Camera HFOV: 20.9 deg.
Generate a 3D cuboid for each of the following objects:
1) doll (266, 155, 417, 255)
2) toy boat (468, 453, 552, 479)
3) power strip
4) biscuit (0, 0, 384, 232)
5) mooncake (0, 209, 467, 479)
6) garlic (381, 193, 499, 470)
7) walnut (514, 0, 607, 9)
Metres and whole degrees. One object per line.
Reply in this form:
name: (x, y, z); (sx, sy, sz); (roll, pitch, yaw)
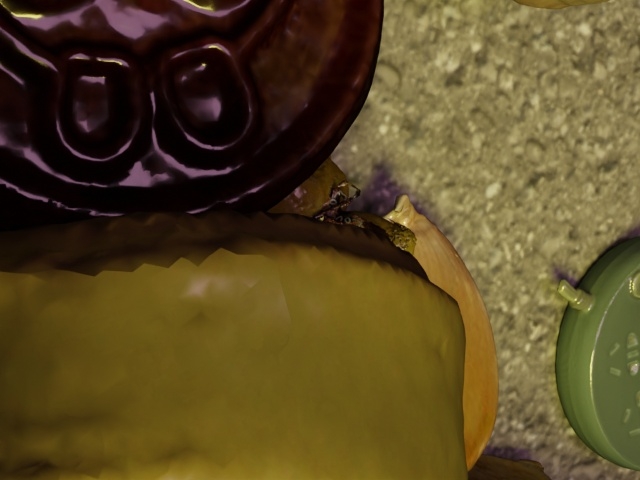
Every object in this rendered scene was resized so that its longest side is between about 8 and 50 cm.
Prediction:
doll: (0.000, 0.000, 1.291); (0.137, 0.209, 0.097); (-29, 137, -18)
toy boat: (0.102, 0.240, 1.472); (0.310, 0.089, 0.115); (12, 110, -35)
power strip: (0.291, 0.113, 1.598); (0.167, 0.054, 0.253); (-45, 120, -20)
biscuit: (-0.137, -0.191, 1.157); (0.407, 0.091, 0.407); (5, 78, -25)
mooncake: (-0.106, 0.131, 1.103); (0.394, 0.393, 0.246); (2, 67, -14)
garlic: (0.053, 0.089, 1.393); (0.217, 0.110, 0.228); (25, 60, -39)
walnut: (0.191, -0.309, 1.355); (0.248, 0.248, 0.248); (-7, 102, -33)
